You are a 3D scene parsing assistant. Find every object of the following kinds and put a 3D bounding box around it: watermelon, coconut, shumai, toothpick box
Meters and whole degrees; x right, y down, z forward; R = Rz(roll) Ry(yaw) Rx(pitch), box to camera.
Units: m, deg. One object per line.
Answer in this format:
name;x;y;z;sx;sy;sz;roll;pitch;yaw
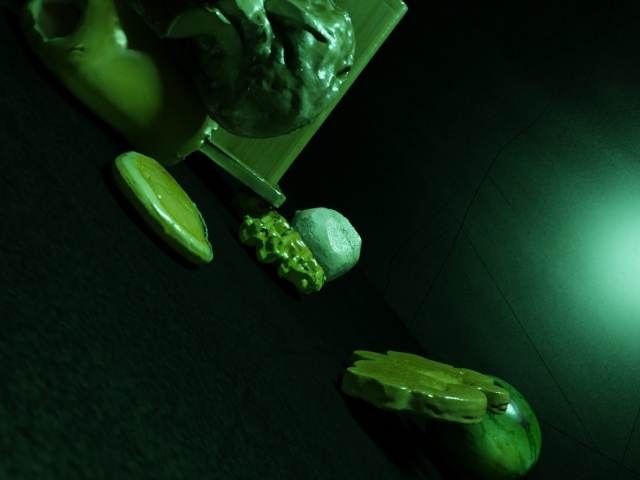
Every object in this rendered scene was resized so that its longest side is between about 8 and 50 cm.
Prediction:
watermelon;0.198;0.231;0.859;0.187;0.140;0.140;51;4;18
coconut;0.000;0.000;1.028;0.124;0.110;0.110;56;5;14
shumai;-0.063;-0.200;0.582;0.153;0.161;0.210;55;30;-51
toothpick box;-0.046;-0.227;0.885;0.187;0.308;0.190;37;5;-13

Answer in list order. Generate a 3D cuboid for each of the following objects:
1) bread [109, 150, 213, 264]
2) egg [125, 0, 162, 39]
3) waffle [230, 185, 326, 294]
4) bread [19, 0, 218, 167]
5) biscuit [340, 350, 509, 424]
bread;-0.118;-0.026;0.502;0.110;0.024;0.110;50;3;-4
egg;-0.262;-0.422;0.940;0.279;0.279;0.310;51;21;8
waffle;-0.058;-0.005;0.830;0.149;0.051;0.194;48;4;-32
bread;-0.177;-0.156;0.597;0.134;0.085;0.173;53;4;34
biscuit;0.111;0.160;0.718;0.184;0.035;0.249;12;-1;17
